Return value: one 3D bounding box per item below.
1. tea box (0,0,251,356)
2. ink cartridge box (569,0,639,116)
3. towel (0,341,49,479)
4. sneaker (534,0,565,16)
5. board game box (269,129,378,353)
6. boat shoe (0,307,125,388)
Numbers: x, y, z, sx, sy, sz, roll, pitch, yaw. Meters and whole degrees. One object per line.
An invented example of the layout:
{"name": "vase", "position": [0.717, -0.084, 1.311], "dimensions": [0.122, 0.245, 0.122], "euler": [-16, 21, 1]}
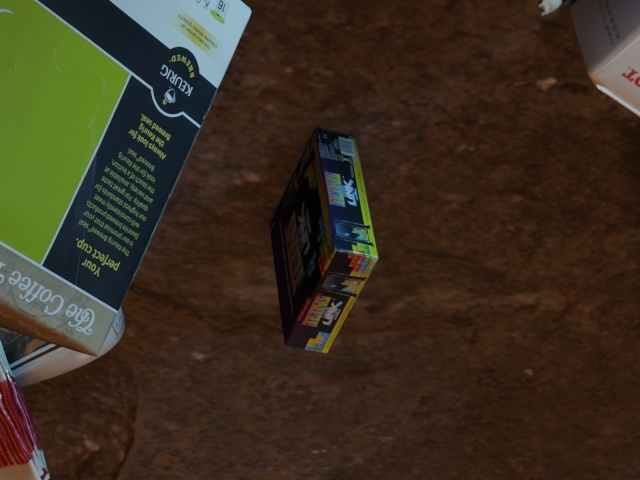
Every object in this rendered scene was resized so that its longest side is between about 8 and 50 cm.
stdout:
{"name": "tea box", "position": [-0.277, -0.129, 1.388], "dimensions": [0.220, 0.323, 0.329], "euler": [13, 164, 39]}
{"name": "ink cartridge box", "position": [0.391, -0.220, 1.626], "dimensions": [0.198, 0.114, 0.273], "euler": [29, 125, -29]}
{"name": "towel", "position": [-0.432, 0.132, 1.814], "dimensions": [0.237, 0.037, 0.329], "euler": [-18, 100, 12]}
{"name": "sneaker", "position": [0.224, -0.329, 1.519], "dimensions": [0.146, 0.102, 0.293], "euler": [-16, 139, 3]}
{"name": "board game box", "position": [0.000, 0.000, 1.760], "dimensions": [0.048, 0.170, 0.141], "euler": [11, 132, -20]}
{"name": "boat shoe", "position": [-0.371, 0.108, 1.882], "dimensions": [0.335, 0.121, 0.119], "euler": [-26, 116, 8]}
